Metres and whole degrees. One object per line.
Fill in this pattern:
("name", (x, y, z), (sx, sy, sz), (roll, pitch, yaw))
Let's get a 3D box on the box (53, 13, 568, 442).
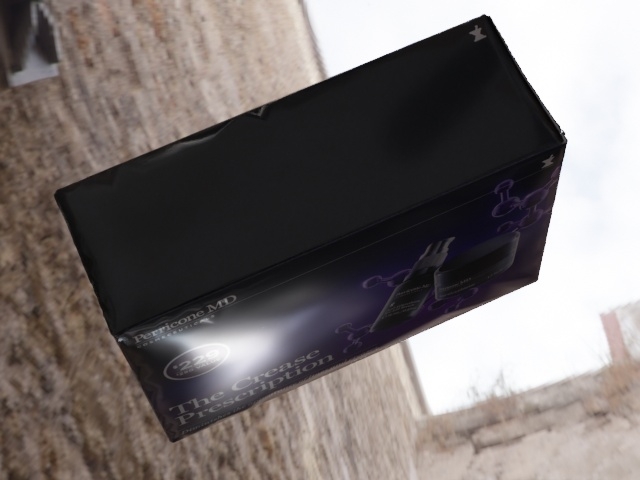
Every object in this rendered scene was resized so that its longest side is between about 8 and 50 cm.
("box", (0.000, 0.000, 0.758), (0.261, 0.184, 0.103), (-23, -118, -7))
